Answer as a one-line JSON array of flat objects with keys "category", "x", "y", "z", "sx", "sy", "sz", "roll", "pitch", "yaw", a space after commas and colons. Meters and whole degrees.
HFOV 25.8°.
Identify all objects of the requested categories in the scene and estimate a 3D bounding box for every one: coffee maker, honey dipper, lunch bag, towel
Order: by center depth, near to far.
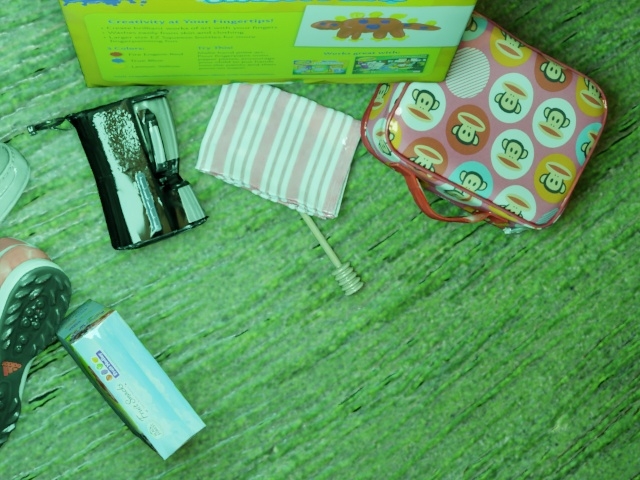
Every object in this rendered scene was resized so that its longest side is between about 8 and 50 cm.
[{"category": "coffee maker", "x": -0.242, "y": -0.080, "z": 1.713, "sx": 0.171, "sy": 0.120, "sz": 0.178, "roll": -15, "pitch": 96, "yaw": 8}, {"category": "towel", "x": -0.049, "y": -0.123, "z": 1.790, "sx": 0.197, "sy": 0.029, "sz": 0.144, "roll": 21, "pitch": 75, "yaw": -16}, {"category": "honey dipper", "x": 0.000, "y": 0.000, "z": 1.822, "sx": 0.030, "sy": 0.030, "sz": 0.160, "roll": -37, "pitch": 99, "yaw": -12}, {"category": "lunch bag", "x": 0.208, "y": -0.140, "z": 1.825, "sx": 0.293, "sy": 0.120, "sz": 0.258, "roll": 28, "pitch": 83, "yaw": -19}]

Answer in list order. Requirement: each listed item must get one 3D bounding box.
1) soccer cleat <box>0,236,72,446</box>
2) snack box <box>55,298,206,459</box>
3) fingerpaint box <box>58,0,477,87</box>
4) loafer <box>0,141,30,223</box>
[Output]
[{"category": "soccer cleat", "x": -0.408, "y": 0.147, "z": 1.679, "sx": 0.109, "sy": 0.116, "sz": 0.318, "roll": 19, "pitch": 104, "yaw": -44}, {"category": "snack box", "x": -0.232, "y": 0.161, "z": 1.663, "sx": 0.070, "sy": 0.207, "sz": 0.174, "roll": -39, "pitch": 101, "yaw": -12}, {"category": "fingerpaint box", "x": -0.059, "y": -0.307, "z": 1.558, "sx": 0.445, "sy": 0.371, "sz": 0.163, "roll": -1, "pitch": 77, "yaw": -3}, {"category": "loafer", "x": -0.483, "y": -0.016, "z": 1.623, "sx": 0.319, "sy": 0.112, "sz": 0.111, "roll": -39, "pitch": 134, "yaw": -12}]
